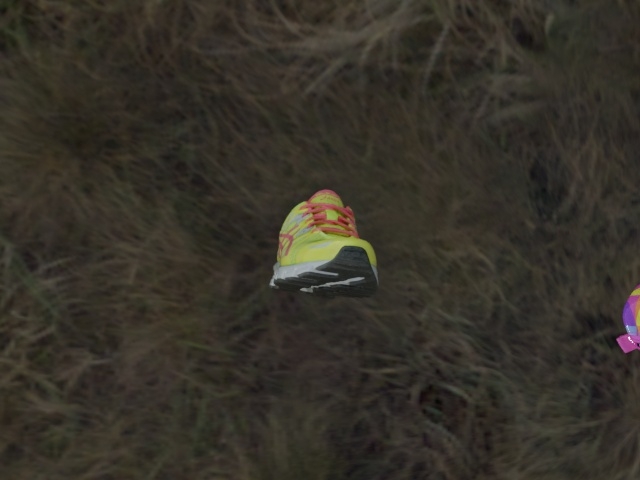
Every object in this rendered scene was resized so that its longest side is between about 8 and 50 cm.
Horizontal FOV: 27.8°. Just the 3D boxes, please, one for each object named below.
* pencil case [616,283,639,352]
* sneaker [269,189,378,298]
[{"bbox_3d":[0.479,0.097,1.568,0.236,0.104,0.104,-9,77,54],"label":"pencil case"},{"bbox_3d":[0.000,0.000,1.121,0.081,0.208,0.094,11,85,-15],"label":"sneaker"}]
